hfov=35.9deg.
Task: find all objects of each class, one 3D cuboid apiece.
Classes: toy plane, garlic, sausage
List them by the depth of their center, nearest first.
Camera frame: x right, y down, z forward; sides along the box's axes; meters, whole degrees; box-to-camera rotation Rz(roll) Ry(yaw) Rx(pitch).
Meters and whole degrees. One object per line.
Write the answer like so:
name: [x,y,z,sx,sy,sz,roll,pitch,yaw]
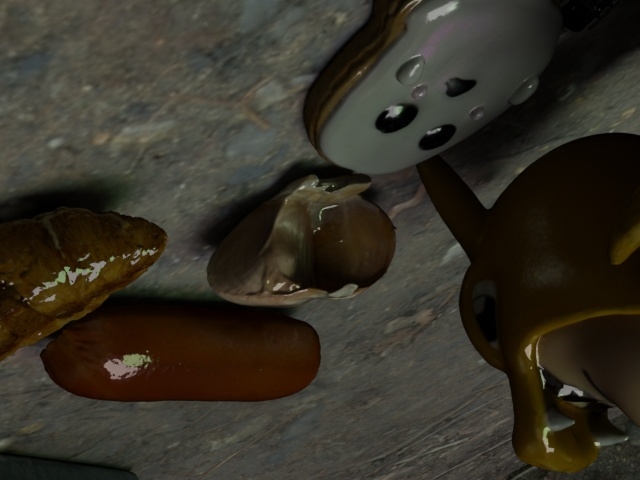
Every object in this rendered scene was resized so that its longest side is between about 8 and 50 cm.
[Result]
toy plane: [0.207,-0.186,0.695,0.121,0.031,0.049,-44,-179,29]
garlic: [-0.004,0.012,0.804,0.174,0.099,0.124,-2,160,-43]
sausage: [-0.108,0.103,0.883,0.089,0.083,0.300,-30,157,35]

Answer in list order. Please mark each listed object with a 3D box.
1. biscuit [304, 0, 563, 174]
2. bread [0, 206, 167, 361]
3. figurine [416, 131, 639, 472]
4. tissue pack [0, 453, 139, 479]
biscuit: [0.084,-0.113,0.702,0.181,0.049,0.208,0,142,-43]
bread: [-0.216,0.036,0.659,0.233,0.076,0.105,-33,167,-3]
figurine: [0.287,-0.027,0.738,0.387,0.401,0.268,-29,114,33]
tissue pack: [-0.275,0.362,0.977,0.124,0.288,0.394,-35,154,10]
